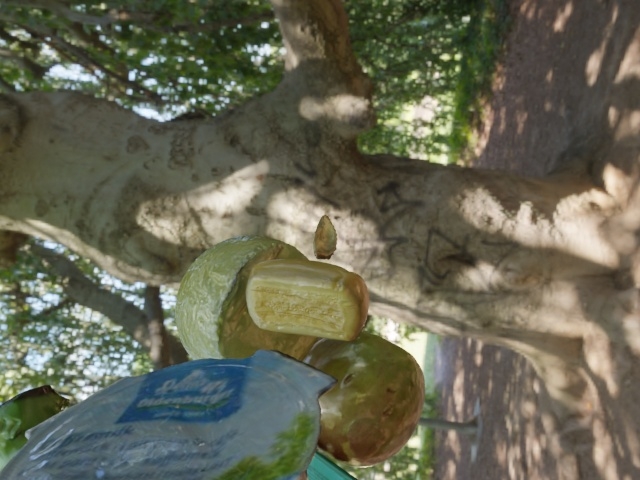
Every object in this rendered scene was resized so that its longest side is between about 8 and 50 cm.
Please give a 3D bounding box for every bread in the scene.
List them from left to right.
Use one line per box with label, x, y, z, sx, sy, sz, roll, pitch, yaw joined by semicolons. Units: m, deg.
bread;-0.152;0.144;1.406;0.237;0.321;0.320;14;100;61
bread;-0.020;0.098;1.146;0.098;0.218;0.147;-55;-30;-57

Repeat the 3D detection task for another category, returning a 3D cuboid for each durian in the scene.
durian;0.010;-0.001;1.376;0.066;0.052;0.130;95;-174;-45

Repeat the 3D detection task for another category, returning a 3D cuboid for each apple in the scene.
apple;0.088;0.367;1.593;0.304;0.339;0.338;-56;-6;-1

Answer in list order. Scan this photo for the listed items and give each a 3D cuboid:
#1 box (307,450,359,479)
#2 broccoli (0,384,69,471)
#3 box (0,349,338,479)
box;-0.031;0.506;1.022;0.311;0.118;0.205;-55;30;-15
broccoli;-0.303;0.327;0.730;0.297;0.298;0.297;56;173;16
box;-0.092;0.245;0.486;0.291;0.263;0.206;-92;-12;-69
